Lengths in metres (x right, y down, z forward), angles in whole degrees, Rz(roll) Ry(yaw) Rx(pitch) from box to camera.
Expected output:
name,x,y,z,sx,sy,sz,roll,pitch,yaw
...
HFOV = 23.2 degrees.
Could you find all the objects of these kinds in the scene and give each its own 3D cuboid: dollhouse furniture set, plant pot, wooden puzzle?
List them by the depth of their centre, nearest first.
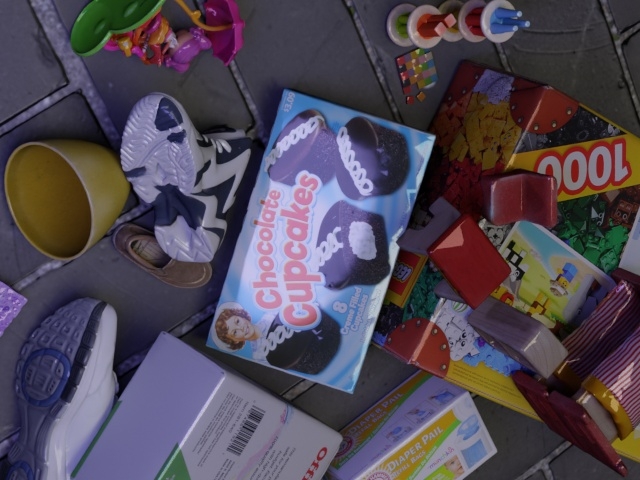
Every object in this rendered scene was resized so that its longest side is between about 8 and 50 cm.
name,x,y,z,sx,sy,sz,roll,pitch,yaw
plant pot,-0.264,-0.057,1.702,0.095,0.134,0.134,-30,121,-46
dollhouse furniture set,0.287,0.071,1.796,0.201,0.152,0.374,-46,122,-9
wooden puzzle,0.119,-0.211,1.930,0.049,0.006,0.083,-26,117,-20

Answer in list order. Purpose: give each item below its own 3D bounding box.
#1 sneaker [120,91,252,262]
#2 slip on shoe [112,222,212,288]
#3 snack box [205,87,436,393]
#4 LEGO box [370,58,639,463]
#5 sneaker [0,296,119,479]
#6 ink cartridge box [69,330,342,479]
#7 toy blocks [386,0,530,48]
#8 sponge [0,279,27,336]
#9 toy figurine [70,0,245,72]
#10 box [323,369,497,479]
name,x,y,z,sx,sy,sz,roll,pitch,yaw
sneaker,-0.143,-0.105,1.739,0.235,0.094,0.153,70,30,-42
slip on shoe,-0.179,0.021,1.813,0.135,0.041,0.051,33,88,-33
snack box,0.000,0.000,1.844,0.187,0.060,0.321,17,98,3
LEGO box,0.325,0.045,2.017,0.500,0.193,0.372,24,92,-33
sneaker,-0.281,0.203,1.793,0.129,0.111,0.297,2,110,-44
ink cartridge box,-0.125,0.254,1.824,0.201,0.117,0.278,-58,143,-3
toy blocks,0.166,-0.258,1.855,0.123,0.148,0.054,-10,102,-27
sponge,-0.432,0.052,1.686,0.210,0.031,0.117,40,84,-33
toy figurine,-0.161,-0.235,1.714,0.173,0.130,0.159,-45,134,15
box,0.107,0.275,2.019,0.203,0.103,0.114,-36,120,-15
